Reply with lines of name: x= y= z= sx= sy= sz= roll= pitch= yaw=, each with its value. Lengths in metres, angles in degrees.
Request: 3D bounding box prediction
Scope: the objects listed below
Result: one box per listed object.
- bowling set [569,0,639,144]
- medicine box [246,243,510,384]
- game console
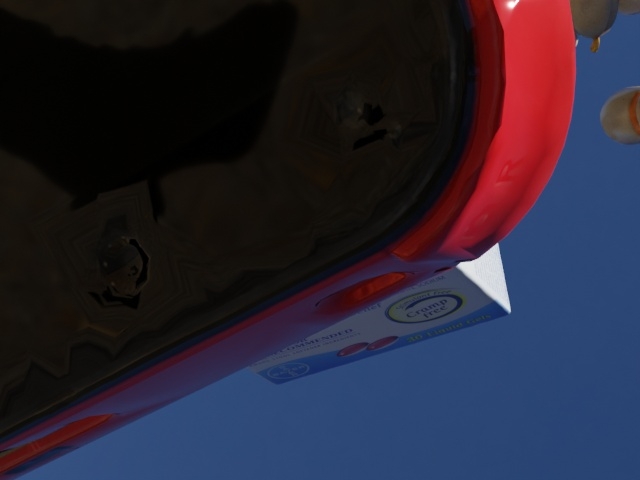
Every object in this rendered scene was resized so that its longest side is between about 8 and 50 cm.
bowling set: x=0.193 y=-0.202 z=1.139 sx=0.154 sy=0.200 sz=0.287 roll=178 pitch=-90 yaw=-69
medicine box: x=0.000 y=0.000 z=1.468 sx=0.263 sy=0.289 sz=0.149 roll=-19 pitch=-116 yaw=20
game console: x=-0.130 y=-0.096 z=0.538 sx=0.386 sy=0.060 sz=0.342 roll=-28 pitch=-99 yaw=32
